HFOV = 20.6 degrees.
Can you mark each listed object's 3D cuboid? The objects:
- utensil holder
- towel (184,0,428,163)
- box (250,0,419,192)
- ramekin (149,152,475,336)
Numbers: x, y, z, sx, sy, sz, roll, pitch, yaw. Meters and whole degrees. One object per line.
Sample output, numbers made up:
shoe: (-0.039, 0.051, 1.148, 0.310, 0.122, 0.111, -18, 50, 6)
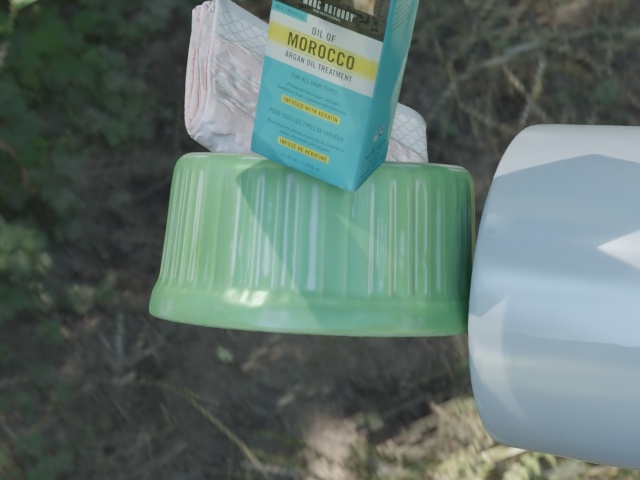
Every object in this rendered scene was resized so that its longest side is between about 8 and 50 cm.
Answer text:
utensil holder: (0.361, 0.058, 1.555, 0.385, 0.327, 0.327, 6, 58, 25)
towel: (-0.002, -0.121, 1.956, 0.053, 0.332, 0.317, -49, 23, 26)
box: (0.016, -0.164, 1.370, 0.100, 0.244, 0.060, 23, 38, 17)
ramekin: (0.000, 0.000, 1.591, 0.303, 0.303, 0.148, 3, 92, 20)
